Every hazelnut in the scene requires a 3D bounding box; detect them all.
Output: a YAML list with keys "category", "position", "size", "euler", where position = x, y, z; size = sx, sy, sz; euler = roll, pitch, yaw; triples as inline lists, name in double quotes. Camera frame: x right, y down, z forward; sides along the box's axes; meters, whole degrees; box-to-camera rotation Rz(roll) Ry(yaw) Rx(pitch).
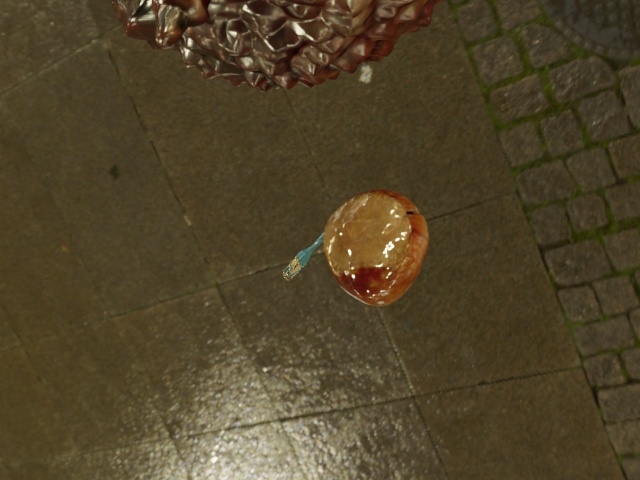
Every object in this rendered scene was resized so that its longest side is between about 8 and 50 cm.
- category: "hazelnut"
  position: [0.075, 0.010, 0.973]
  size: [0.143, 0.143, 0.154]
  euler: [-7, 67, 27]

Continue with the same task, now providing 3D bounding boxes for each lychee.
- category: "lychee"
  position: [-0.047, -0.340, 0.694]
  size: [0.425, 0.500, 0.424]
  euler: [13, 136, 12]

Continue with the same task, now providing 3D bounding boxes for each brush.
- category: "brush"
  position: [0.000, 0.000, 1.165]
  size: [0.014, 0.051, 0.164]
  euler: [42, 80, 12]
